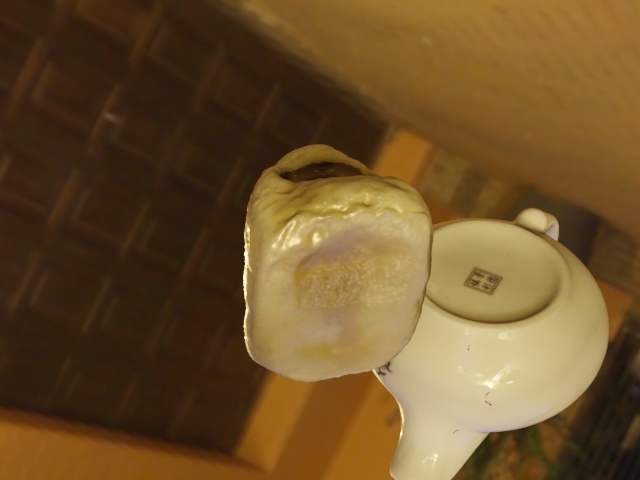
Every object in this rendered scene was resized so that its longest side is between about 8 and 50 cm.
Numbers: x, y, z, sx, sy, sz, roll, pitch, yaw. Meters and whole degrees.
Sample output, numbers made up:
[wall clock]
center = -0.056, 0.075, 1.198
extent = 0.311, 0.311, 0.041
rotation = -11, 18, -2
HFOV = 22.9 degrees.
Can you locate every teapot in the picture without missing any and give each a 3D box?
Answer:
[teapot]
center = 0.146, 0.069, 1.346
extent = 0.208, 0.165, 0.300
rotation = 11, -149, 28

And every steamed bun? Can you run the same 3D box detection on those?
[steamed bun]
center = 0.000, 0.000, 1.224
extent = 0.141, 0.172, 0.155
rotation = -1, -145, -13
